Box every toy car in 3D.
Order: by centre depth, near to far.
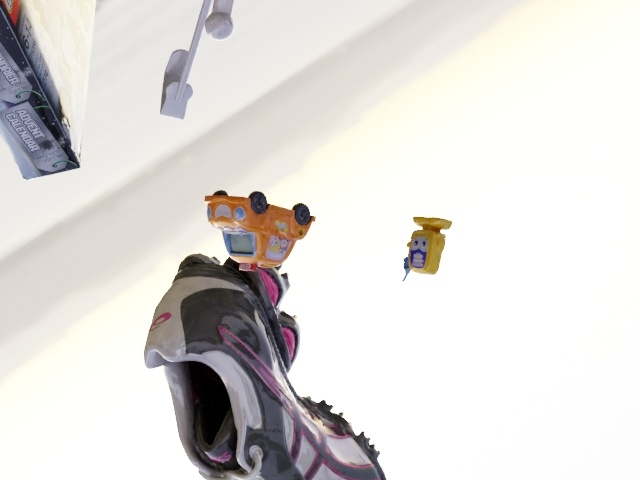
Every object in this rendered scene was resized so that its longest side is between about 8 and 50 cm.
[{"bbox_3d":[0.000,0.000,0.930,0.122,0.040,0.060,6,174,28],"label":"toy car"}]

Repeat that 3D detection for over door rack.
[{"bbox_3d":[-0.186,-0.193,1.366,0.324,0.240,0.108,119,-20,-59],"label":"over door rack"}]

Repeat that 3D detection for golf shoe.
[{"bbox_3d":[-0.041,0.141,1.233,0.105,0.273,0.120,-15,-158,34],"label":"golf shoe"}]

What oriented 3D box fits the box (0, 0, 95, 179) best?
[{"bbox_3d":[-0.121,-0.105,0.741,0.027,0.094,0.137,-13,-135,10],"label":"box"}]
